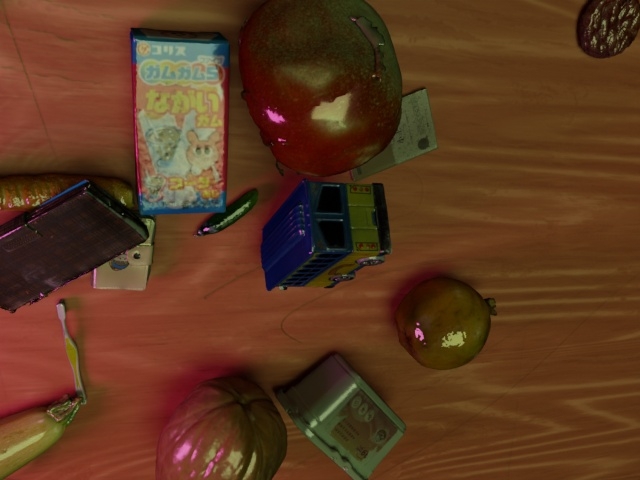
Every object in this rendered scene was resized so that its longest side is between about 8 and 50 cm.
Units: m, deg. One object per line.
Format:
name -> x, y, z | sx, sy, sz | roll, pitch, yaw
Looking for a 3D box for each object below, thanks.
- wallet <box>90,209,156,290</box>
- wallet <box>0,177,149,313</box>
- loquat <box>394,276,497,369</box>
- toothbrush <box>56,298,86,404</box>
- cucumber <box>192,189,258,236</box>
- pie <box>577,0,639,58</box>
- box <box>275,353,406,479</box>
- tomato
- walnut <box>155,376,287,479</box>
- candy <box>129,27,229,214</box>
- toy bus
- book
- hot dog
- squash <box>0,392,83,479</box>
wallet -> -0.372, 0.018, 1.122 | 0.110, 0.039, 0.155 | 6, 113, -19
wallet -> -0.473, 0.016, 1.030 | 0.317, 0.044, 0.169 | -27, 138, 11
loquat -> 0.301, 0.184, 1.366 | 0.246, 0.213, 0.213 | -19, 121, -11
toothbrush -> -0.500, 0.234, 1.192 | 0.022, 0.026, 0.263 | -4, 117, -10
cucumber -> -0.182, -0.046, 1.163 | 0.155, 0.037, 0.037 | -34, 122, 0
pie -> 0.611, -0.457, 1.245 | 0.154, 0.036, 0.154 | -9, 119, -17
box -> 0.062, 0.422, 1.424 | 0.182, 0.175, 0.312 | -44, 123, -6
tomato -> 0.012, -0.253, 0.967 | 0.239, 0.303, 0.303 | -16, 123, 14
walnut -> -0.213, 0.451, 1.274 | 0.252, 0.277, 0.313 | 29, 115, 8
candy -> -0.242, -0.200, 1.024 | 0.157, 0.100, 0.306 | -2, 115, -19
toy bus -> 0.000, 0.000, 1.105 | 0.175, 0.288, 0.138 | 1, 73, -21
book -> 0.141, -0.214, 1.207 | 0.199, 0.016, 0.138 | -23, 121, -8
hot dog -> -0.469, -0.081, 1.017 | 0.289, 0.083, 0.068 | 0, 97, -21
squash -> -0.606, 0.411, 1.189 | 0.287, 0.137, 0.137 | -19, 121, -13
